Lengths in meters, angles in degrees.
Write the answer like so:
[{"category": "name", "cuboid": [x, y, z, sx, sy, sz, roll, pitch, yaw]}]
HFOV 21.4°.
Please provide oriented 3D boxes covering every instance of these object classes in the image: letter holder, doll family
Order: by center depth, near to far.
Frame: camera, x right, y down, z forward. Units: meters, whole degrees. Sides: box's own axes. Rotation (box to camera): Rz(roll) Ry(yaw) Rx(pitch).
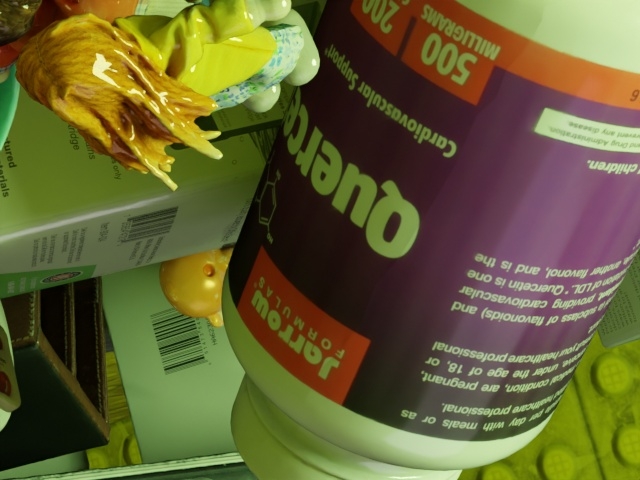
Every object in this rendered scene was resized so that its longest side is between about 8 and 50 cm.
[{"category": "doll family", "cuboid": [-0.026, -0.104, 0.628, 0.263, 0.118, 0.163, -37, 168, 26]}, {"category": "letter holder", "cuboid": [-0.341, 0.077, 1.380, 0.301, 0.214, 0.152, -15, 140, 8]}]

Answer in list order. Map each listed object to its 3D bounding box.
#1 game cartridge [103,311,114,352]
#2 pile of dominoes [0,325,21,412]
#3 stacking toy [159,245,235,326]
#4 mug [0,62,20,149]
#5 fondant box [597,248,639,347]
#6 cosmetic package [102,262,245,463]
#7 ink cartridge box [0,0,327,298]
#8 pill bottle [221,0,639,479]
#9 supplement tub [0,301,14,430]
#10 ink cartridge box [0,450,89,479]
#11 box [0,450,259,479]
[{"category": "game cartridge", "cuboid": [-0.201, 0.075, 1.835, 0.355, 0.068, 0.230, -7, 164, -45]}, {"category": "pile of dominoes", "cuboid": [-0.227, -0.001, 0.859, 0.040, 0.196, 0.251, -31, 168, 14]}, {"category": "stacking toy", "cuboid": [0.000, 0.000, 1.176, 0.165, 0.175, 0.302, -23, 178, 44]}, {"category": "mug", "cuboid": [-0.213, -0.057, 0.698, 0.157, 0.097, 0.129, -33, 150, -46]}, {"category": "fondant box", "cuboid": [0.213, -0.085, 0.941, 0.096, 0.238, 0.330, -15, 172, -14]}, {"category": "cosmetic package", "cuboid": [-0.089, 0.096, 1.603, 0.138, 0.224, 0.224, -19, 170, 19]}, {"category": "ink cartridge box", "cuboid": [-0.070, -0.063, 0.983, 0.272, 0.115, 0.198, -14, 172, -14]}, {"category": "pill bottle", "cuboid": [0.062, -0.018, 0.815, 0.181, 0.181, 0.323, -8, 131, -42]}, {"category": "supplement tub", "cuboid": [-0.369, 0.089, 1.165, 0.272, 0.191, 0.191, -17, 171, 8]}, {"category": "ink cartridge box", "cuboid": [-0.367, 0.170, 1.663, 0.114, 0.197, 0.273, -7, 168, -46]}, {"category": "box", "cuboid": [-0.190, 0.354, 1.440, 0.471, 0.297, 0.480, -3, 167, -17]}]
